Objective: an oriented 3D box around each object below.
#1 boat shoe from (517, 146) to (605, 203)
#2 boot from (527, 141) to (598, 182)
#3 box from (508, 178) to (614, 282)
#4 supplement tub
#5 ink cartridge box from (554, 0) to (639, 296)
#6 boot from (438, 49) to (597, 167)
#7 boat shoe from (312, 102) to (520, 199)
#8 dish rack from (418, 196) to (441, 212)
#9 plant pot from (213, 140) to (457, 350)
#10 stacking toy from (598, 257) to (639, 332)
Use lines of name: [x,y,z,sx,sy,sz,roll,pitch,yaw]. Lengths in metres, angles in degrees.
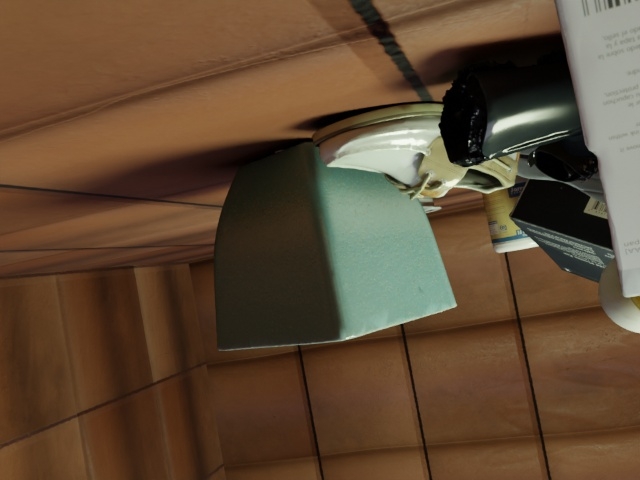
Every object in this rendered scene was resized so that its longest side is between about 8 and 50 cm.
boat shoe: [0.408,-0.130,0.996,0.094,0.109,0.302,-28,-150,-22]
boot: [0.373,-0.101,0.822,0.198,0.077,0.137,24,-126,39]
box: [0.592,-0.015,1.251,0.343,0.179,0.312,24,175,42]
supplement tub: [0.447,-0.081,1.511,0.144,0.199,0.144,-11,178,0]
ink cartridge box: [0.278,-0.094,0.341,0.275,0.239,0.060,-11,-144,23]
boot: [0.224,-0.130,0.691,0.207,0.094,0.246,-14,171,0]
boat shoe: [0.135,-0.104,0.817,0.302,0.103,0.113,-7,177,-28]
dish rack: [0.109,-0.080,1.611,0.285,0.072,0.333,-11,178,33]
plant pot: [0.000,0.000,0.922,0.248,0.252,0.247,-13,177,44]
stacking toy: [0.444,0.000,0.726,0.351,0.350,0.480,-10,164,-9]
